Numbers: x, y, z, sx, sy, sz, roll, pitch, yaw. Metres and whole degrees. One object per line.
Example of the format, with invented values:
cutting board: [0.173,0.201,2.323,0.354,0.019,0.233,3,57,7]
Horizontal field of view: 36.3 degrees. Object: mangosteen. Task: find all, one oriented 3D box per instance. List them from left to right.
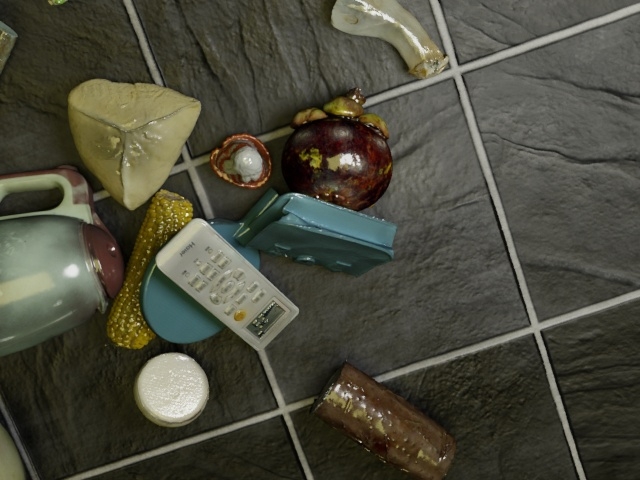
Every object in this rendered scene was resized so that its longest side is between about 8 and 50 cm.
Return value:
mangosteen: [0.033,-0.157,1.663,0.192,0.192,0.217,11,72,-3]

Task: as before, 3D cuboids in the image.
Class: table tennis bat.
table tennis bat: [-0.182,0.042,1.729,0.329,0.044,0.215,-49,128,-4]

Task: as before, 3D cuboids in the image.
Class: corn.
corn: [-0.301,0.064,1.744,0.101,0.101,0.310,23,101,-6]

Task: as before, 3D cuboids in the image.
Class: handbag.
handbag: [0.000,0.000,1.679,0.229,0.179,0.062,17,64,-22]

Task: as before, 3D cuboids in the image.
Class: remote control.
remote control: [-0.162,0.077,1.706,0.109,0.055,0.313,-45,133,-2]

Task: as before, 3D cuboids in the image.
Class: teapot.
teapot: [-0.505,0.028,1.690,0.312,0.233,0.315,-16,75,-3]

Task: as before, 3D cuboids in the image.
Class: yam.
yam: [-0.568,-0.310,1.675,0.054,0.054,0.132,29,101,-7]
yam: [0.118,0.336,1.800,0.279,0.131,0.131,34,101,-10]

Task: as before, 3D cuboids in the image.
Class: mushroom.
mushroom: [0.121,-0.358,1.657,0.223,0.081,0.092,32,83,-10]

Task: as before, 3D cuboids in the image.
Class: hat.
hat: [-0.132,-0.132,1.665,0.112,0.162,0.094,18,100,-9]

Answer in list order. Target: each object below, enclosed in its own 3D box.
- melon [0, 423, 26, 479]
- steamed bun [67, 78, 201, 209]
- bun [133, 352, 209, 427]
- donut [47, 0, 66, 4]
melon: [-0.677,0.415,1.738,0.330,0.268,0.268,42,100,12]
steamed bun: [-0.346,-0.183,1.679,0.212,0.110,0.231,28,99,-6]
bun: [-0.280,0.278,1.798,0.138,0.094,0.138,7,70,-21]
donut: [-0.477,-0.584,1.559,0.371,0.150,0.307,34,101,-7]
